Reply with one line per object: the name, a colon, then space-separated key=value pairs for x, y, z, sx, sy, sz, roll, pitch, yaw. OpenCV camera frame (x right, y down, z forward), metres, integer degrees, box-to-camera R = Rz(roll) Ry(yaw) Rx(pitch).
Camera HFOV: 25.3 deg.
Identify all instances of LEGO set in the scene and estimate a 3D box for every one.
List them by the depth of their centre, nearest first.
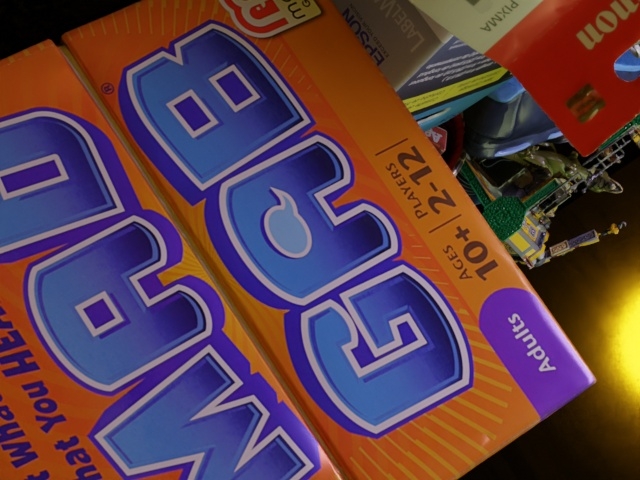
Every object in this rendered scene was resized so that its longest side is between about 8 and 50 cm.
LEGO set: x=0.323 y=-0.097 z=1.771 sx=0.331 sy=0.255 sz=0.192 roll=-44 pitch=135 yaw=6

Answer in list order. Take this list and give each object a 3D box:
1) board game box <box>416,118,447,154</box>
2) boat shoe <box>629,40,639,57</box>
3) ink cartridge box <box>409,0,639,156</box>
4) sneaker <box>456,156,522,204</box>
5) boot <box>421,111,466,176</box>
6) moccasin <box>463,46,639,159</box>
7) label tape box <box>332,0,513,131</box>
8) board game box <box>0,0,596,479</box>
board game box: x=-0.017 y=-0.047 z=1.334 sx=0.281 sy=0.145 sz=0.027 roll=-46 pitch=-152 yaw=48
boat shoe: x=0.308 y=-0.263 z=1.393 sx=0.367 sy=0.136 sz=0.156 roll=-39 pitch=177 yaw=-34
ink cartridge box: x=0.143 y=-0.187 z=0.873 sx=0.189 sy=0.232 sz=0.066 roll=-42 pitch=171 yaw=35
sneaker: x=0.218 y=-0.098 z=2.005 sx=0.081 sy=0.090 sz=0.232 roll=-30 pitch=-170 yaw=-30
boot: x=0.000 y=0.000 z=1.559 sx=0.377 sy=0.138 sz=0.284 roll=-35 pitch=172 yaw=-20
moccasin: x=0.240 y=-0.166 z=1.551 sx=0.342 sy=0.137 sz=0.117 roll=-16 pitch=134 yaw=-50
label tape box: x=0.125 y=-0.206 z=1.084 sx=0.249 sy=0.115 sz=0.347 roll=-24 pitch=167 yaw=-48
board game box: x=-0.110 y=0.087 z=0.984 sx=0.356 sy=0.356 sz=0.356 roll=-29 pitch=168 yaw=-26
